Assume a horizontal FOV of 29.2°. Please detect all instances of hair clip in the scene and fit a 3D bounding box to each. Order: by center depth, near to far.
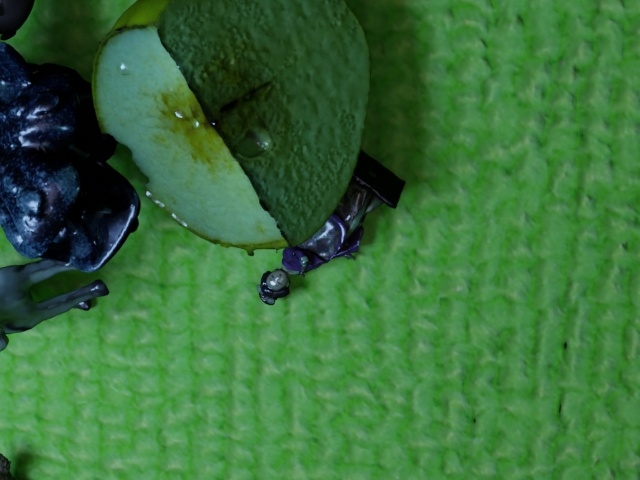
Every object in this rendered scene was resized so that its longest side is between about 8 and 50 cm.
[{"bbox_3d":[-0.325,-0.095,1.263,0.310,0.194,0.206,12,87,32],"label":"hair clip"}]

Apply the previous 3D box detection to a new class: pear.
[{"bbox_3d":[-0.073,-0.158,1.219,0.159,0.292,0.292,1,109,51],"label":"pear"}]

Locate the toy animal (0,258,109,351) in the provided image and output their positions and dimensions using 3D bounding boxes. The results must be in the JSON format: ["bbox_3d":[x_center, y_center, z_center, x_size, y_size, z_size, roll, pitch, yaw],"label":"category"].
[{"bbox_3d":[-0.312,0.058,1.298,0.170,0.255,0.090,-17,92,-3],"label":"toy animal"}]

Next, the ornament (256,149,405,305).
[{"bbox_3d":[0.000,0.000,1.322,0.088,0.081,0.203,39,105,-2],"label":"ornament"}]

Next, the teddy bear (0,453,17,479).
[{"bbox_3d":[-0.373,0.322,1.459,0.119,0.078,0.160,-39,114,-7],"label":"teddy bear"}]

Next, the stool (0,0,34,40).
[{"bbox_3d":[-0.332,-0.294,1.254,0.121,0.125,0.217,11,67,13],"label":"stool"}]
